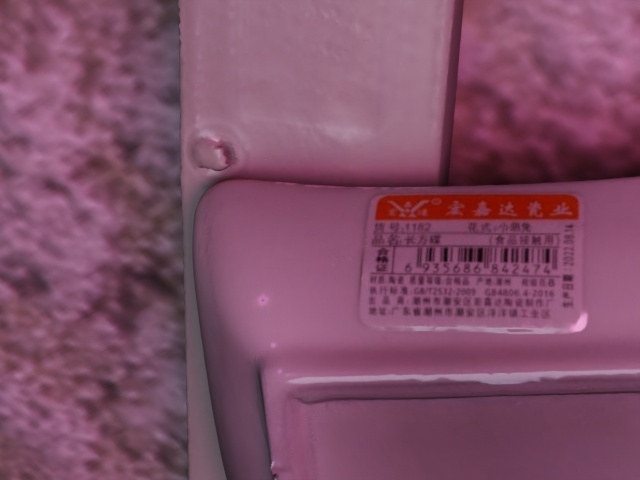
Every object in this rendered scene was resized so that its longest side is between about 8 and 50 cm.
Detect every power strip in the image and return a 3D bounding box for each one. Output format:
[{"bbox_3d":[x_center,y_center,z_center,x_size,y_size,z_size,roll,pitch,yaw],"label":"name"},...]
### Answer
[{"bbox_3d":[0.000,0.000,0.585,0.091,0.062,0.385,8,123,10],"label":"power strip"}]

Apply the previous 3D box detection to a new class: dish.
[{"bbox_3d":[0.063,0.057,0.528,0.212,0.077,0.151,-1,122,8],"label":"dish"}]
